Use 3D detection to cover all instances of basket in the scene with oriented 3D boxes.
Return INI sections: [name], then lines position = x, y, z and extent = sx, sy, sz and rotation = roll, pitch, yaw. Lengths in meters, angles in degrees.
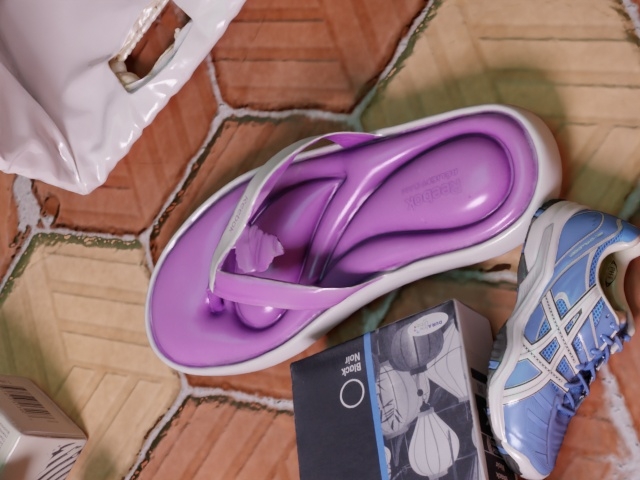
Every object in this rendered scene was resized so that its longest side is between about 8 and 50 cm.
[basket]
position = -0.280, -0.266, 1.266
extent = 0.328, 0.331, 0.266
rotation = -50, 57, 15

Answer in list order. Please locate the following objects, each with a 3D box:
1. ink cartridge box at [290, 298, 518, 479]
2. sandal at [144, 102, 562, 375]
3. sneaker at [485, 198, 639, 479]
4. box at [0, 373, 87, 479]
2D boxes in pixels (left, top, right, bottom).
[ink cartridge box]
position = 0.070, 0.223, 1.063
extent = 0.165, 0.065, 0.332
rotation = -24, 57, 27
[sandal]
position = -0.004, -0.014, 1.171
extent = 0.416, 0.102, 0.169
rotation = -26, 68, 27
[sneaker]
position = 0.181, 0.075, 1.046
extent = 0.081, 0.080, 0.211
rotation = 10, 87, 36
[box]
position = -0.343, 0.267, 1.348
extent = 0.113, 0.094, 0.275
rotation = 39, 103, 33
